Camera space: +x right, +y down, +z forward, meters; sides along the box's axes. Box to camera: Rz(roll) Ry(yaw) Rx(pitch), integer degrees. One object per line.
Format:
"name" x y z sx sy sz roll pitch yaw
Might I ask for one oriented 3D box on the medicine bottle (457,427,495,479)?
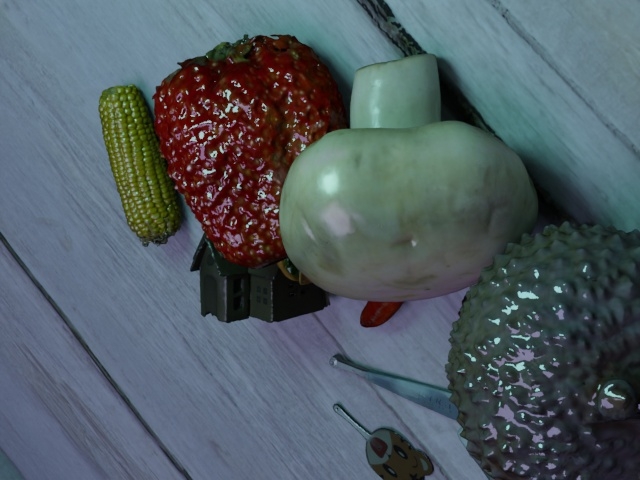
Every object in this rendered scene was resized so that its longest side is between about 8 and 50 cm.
"medicine bottle" 0.332 0.378 1.892 0.161 0.111 0.296 22 154 53

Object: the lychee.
"lychee" 0.344 0.163 1.570 0.380 0.380 0.432 58 -178 -3

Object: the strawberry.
"strawberry" -0.103 -0.132 1.897 0.312 0.267 0.351 -15 75 37

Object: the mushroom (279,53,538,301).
"mushroom" 0.111 -0.067 1.700 0.353 0.325 0.353 13 117 28

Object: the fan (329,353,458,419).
"fan" 0.126 0.243 2.154 0.282 0.023 0.057 19 130 35

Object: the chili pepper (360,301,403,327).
"chili pepper" 0.111 0.077 2.019 0.063 0.071 0.272 10 142 -7

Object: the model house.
"model house" -0.121 0.002 2.123 0.211 0.204 0.243 12 107 41

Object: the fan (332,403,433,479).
"fan" 0.107 0.378 2.277 0.226 0.008 0.153 41 140 17

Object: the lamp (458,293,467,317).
"lamp" 0.312 0.165 1.835 0.253 0.118 0.118 51 141 0

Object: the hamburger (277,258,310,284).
"hamburger" 0.000 0.000 2.007 0.115 0.162 0.162 20 130 34

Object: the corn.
"corn" -0.336 -0.134 2.300 0.115 0.115 0.318 7 121 44
